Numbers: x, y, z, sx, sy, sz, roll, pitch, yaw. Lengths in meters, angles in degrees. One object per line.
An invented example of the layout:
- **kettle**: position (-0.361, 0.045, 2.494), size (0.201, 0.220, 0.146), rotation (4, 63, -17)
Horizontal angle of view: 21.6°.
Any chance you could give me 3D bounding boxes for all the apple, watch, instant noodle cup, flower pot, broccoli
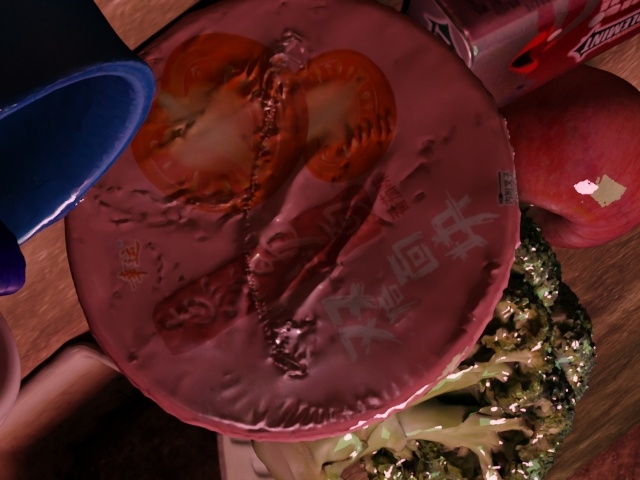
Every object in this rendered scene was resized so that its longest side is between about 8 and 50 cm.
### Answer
- **apple**: position (0.182, -0.065, 1.236), size (0.153, 0.153, 0.120), rotation (77, 35, -69)
- **watch**: position (-0.173, -0.039, 0.707), size (0.196, 0.171, 0.200), rotation (-35, 176, 35)
- **instant noodle cup**: position (0.000, 0.000, 0.975), size (0.243, 0.243, 0.231), rotation (-37, 168, 2)
- **flower pot**: position (-0.128, 0.198, 1.227), size (0.209, 0.239, 0.189), rotation (-10, 170, 19)
- **broccoli**: position (0.059, 0.087, 1.191), size (0.270, 0.270, 0.270), rotation (-38, 166, -38)

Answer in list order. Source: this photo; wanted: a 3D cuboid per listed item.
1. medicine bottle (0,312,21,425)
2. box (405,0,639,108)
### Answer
- **medicine bottle**: position (-0.281, 0.134, 0.935), size (0.133, 0.133, 0.274), rotation (-12, 149, -50)
- **box**: position (0.155, -0.157, 1.092), size (0.224, 0.069, 0.120), rotation (-28, 159, -24)
